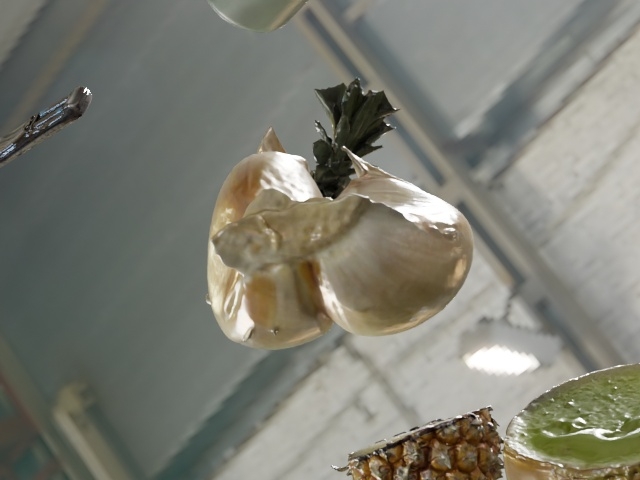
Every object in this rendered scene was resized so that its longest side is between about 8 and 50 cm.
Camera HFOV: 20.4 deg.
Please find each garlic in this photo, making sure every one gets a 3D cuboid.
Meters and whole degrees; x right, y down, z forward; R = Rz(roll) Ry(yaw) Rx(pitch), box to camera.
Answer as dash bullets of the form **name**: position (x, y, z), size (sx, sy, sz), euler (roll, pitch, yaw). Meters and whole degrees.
- **garlic**: position (0.000, 0.000, 1.876), size (0.286, 0.249, 0.313), euler (-31, 6, 3)

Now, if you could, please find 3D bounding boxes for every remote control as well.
- **remote control**: position (-0.350, -0.116, 2.051), size (0.212, 0.028, 0.059), euler (-27, 28, 25)

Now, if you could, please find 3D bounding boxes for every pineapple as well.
- **pineapple**: position (0.120, 0.260, 1.840), size (0.176, 0.137, 0.161), euler (-23, -6, 27)
- **pineapple**: position (0.006, -0.080, 2.397), size (0.277, 0.130, 0.119), euler (-66, 5, -15)

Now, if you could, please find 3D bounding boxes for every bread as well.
- **bread**: position (0.271, 0.169, 1.497), size (0.236, 0.070, 0.236), euler (-13, 16, 4)

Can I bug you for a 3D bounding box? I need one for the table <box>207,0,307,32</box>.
- **table**: position (-0.030, -0.336, 1.952), size (0.126, 0.126, 0.220), euler (-22, -12, -39)
